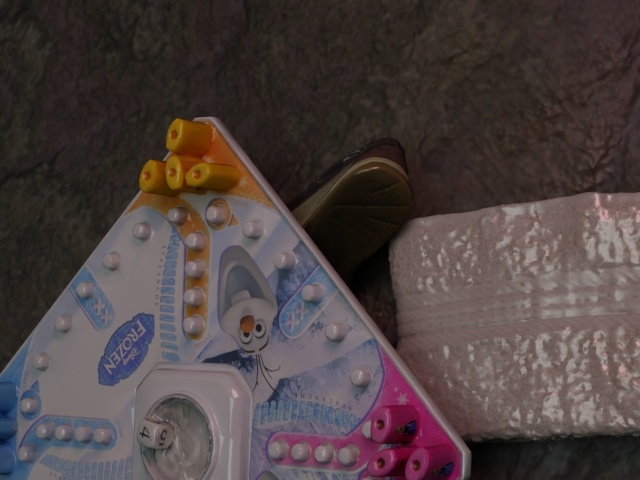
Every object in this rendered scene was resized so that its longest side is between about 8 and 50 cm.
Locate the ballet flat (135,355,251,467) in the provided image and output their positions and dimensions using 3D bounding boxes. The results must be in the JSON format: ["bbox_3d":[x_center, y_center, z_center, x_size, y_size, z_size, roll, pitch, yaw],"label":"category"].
[{"bbox_3d":[-0.076,0.153,1.505,0.232,0.080,0.073,39,128,34],"label":"ballet flat"}]

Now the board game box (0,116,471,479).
[{"bbox_3d":[-0.115,0.163,1.446,0.390,0.050,0.390,-50,59,23],"label":"board game box"}]

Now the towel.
[{"bbox_3d":[0.177,0.063,1.374,0.282,0.049,0.187,-8,75,30],"label":"towel"}]

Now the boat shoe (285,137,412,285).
[{"bbox_3d":[0.000,-0.001,1.483,0.080,0.073,0.223,38,125,-12],"label":"boat shoe"}]
